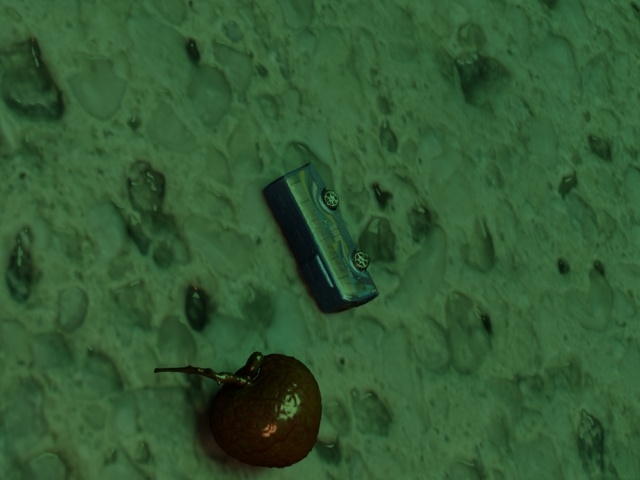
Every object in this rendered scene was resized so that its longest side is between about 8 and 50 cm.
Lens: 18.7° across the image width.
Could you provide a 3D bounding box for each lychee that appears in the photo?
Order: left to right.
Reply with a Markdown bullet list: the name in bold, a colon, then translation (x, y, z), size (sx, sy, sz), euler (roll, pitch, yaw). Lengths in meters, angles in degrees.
- **lychee**: translation (-0.056, 0.152, 1.748), size (0.140, 0.114, 0.101), euler (47, 15, -55)

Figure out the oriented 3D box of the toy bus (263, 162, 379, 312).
- **toy bus**: translation (0.000, 0.000, 1.950), size (0.061, 0.051, 0.153), euler (-22, 84, -39)
